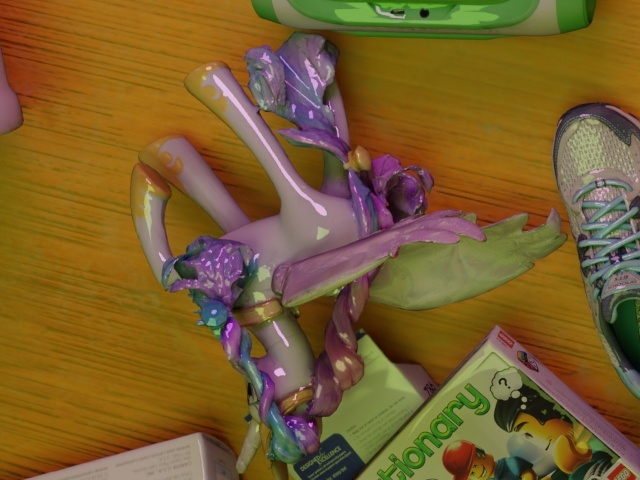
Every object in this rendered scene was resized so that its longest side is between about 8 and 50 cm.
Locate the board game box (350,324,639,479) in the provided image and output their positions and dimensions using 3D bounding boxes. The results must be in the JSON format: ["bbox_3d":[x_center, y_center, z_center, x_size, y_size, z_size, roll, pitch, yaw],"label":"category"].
[{"bbox_3d":[0.135,0.252,1.628,0.193,0.053,0.305,41,110,2],"label":"board game box"}]

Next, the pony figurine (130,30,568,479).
[{"bbox_3d":[0.000,0.000,1.556,0.351,0.303,0.363,-33,71,24],"label":"pony figurine"}]

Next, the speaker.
[{"bbox_3d":[0.091,-0.245,1.532,0.297,0.131,0.131,4,106,15],"label":"speaker"}]

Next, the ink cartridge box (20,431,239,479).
[{"bbox_3d":[-0.218,0.409,1.706,0.308,0.091,0.385,-17,62,18],"label":"ink cartridge box"}]

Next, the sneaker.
[{"bbox_3d":[0.279,0.014,1.551,0.110,0.122,0.283,-18,99,20],"label":"sneaker"}]

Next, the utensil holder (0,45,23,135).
[{"bbox_3d":[-0.470,-0.261,1.586,0.328,0.327,0.385,-7,100,17],"label":"utensil holder"}]

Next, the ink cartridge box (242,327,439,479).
[{"bbox_3d":[0.092,0.247,1.700,0.165,0.065,0.332,-37,94,21],"label":"ink cartridge box"}]
